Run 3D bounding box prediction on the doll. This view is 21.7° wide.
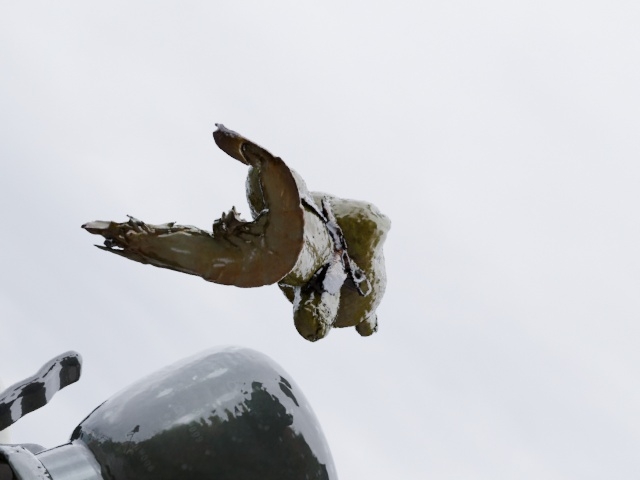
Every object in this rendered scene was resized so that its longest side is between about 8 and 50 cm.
[{"bbox_3d":[0.000,0.000,1.176,0.209,0.097,0.137,39,28,-75],"label":"doll"}]

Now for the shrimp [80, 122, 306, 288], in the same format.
[{"bbox_3d":[-0.062,-0.019,0.826,0.114,0.083,0.023,8,20,7],"label":"shrimp"}]

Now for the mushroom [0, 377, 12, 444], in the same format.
[{"bbox_3d":[-0.390,0.198,1.503,0.202,0.246,0.246,9,-2,-29],"label":"mushroom"}]

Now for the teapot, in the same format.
[{"bbox_3d":[-0.167,0.188,1.340,0.305,0.285,0.223,61,-31,21],"label":"teapot"}]
